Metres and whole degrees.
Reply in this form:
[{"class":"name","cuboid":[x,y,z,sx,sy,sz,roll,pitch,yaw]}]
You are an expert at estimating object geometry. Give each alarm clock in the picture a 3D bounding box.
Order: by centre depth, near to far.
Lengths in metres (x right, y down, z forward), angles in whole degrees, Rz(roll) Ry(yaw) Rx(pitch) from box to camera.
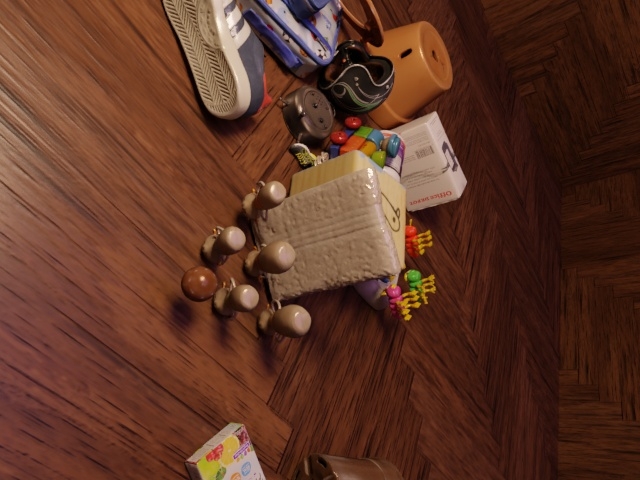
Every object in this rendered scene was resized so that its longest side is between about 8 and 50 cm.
[{"class":"alarm clock","cuboid":[-0.013,-0.300,1.067,0.192,0.064,0.129,-36,106,-52]}]

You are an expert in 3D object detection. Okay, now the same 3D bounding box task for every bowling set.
[{"class":"bowling set","cuboid":[-0.148,0.044,0.760,0.200,0.154,0.287,-5,84,-32]}]

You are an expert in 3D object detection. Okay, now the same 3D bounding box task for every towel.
[{"class":"towel","cuboid":[0.000,0.000,0.809,0.049,0.282,0.187,-13,88,-56]}]

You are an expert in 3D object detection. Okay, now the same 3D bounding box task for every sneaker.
[{"class":"sneaker","cuboid":[-0.185,-0.401,0.855,0.148,0.131,0.350,-25,103,-57]},{"class":"sneaker","cuboid":[-0.037,-0.188,1.022,0.083,0.031,0.035,30,57,-41]}]

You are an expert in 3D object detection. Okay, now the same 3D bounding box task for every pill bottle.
[{"class":"pill bottle","cuboid":[0.161,-0.187,1.198,0.108,0.108,0.193,40,51,-35]}]

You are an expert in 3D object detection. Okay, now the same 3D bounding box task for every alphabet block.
[{"class":"alphabet block","cuboid":[0.053,-0.041,0.957,0.192,0.193,0.197,27,59,-40]}]

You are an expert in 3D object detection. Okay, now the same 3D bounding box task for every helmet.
[{"class":"helmet","cuboid":[0.097,-0.399,1.138,0.162,0.169,0.169,23,61,-33]}]

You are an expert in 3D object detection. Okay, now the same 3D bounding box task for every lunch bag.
[{"class":"lunch bag","cuboid":[-0.014,-0.524,0.962,0.067,0.065,0.098,55,51,-27]},{"class":"lunch bag","cuboid":[-0.074,-0.532,1.029,0.303,0.115,0.243,34,56,-38]}]

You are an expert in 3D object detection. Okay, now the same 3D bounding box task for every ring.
[{"class":"ring","cuboid":[0.045,-0.619,1.124,0.336,0.032,0.336,49,8,-10]}]

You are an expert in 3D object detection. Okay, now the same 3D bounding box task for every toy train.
[{"class":"toy train","cuboid":[0.087,-0.192,1.061,0.248,0.143,0.105,-53,151,-44]}]

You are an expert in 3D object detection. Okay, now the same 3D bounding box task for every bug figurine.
[{"class":"bug figurine","cuboid":[0.202,0.073,1.108,0.279,0.072,0.216,-26,105,-54]}]

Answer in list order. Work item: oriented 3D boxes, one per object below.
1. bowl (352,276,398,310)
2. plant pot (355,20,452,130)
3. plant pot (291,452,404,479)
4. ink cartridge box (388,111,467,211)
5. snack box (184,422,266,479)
[{"class":"bowl","cuboid":[0.146,0.088,1.137,0.142,0.053,0.142,46,49,-30]},{"class":"plant pot","cuboid":[0.249,-0.498,1.326,0.291,0.203,0.290,19,63,-45]},{"class":"plant pot","cuboid":[0.043,0.467,0.819,0.165,0.167,0.167,31,56,-32]},{"class":"ink cartridge box","cuboid":[0.293,-0.222,1.314,0.237,0.172,0.100,60,42,-18]},{"class":"snack box","cuboid":[-0.141,0.379,0.715,0.100,0.037,0.141,-26,99,-49]}]
